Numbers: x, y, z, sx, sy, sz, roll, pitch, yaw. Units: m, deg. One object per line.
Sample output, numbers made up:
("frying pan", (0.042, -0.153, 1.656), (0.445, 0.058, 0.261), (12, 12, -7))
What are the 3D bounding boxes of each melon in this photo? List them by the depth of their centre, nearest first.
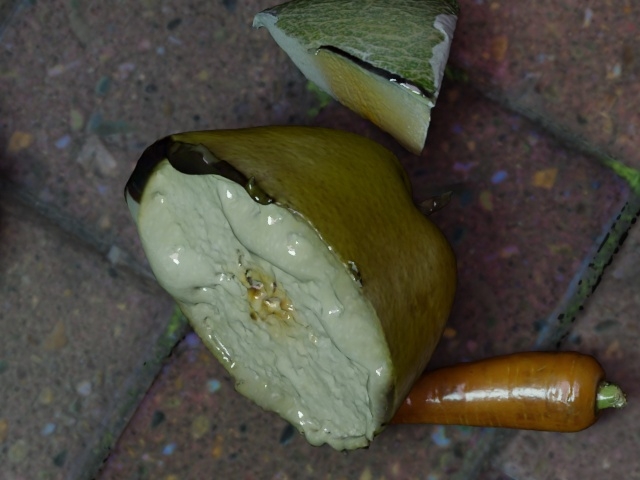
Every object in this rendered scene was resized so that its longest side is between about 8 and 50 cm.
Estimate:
("melon", (0.049, -0.144, 1.501), (0.139, 0.093, 0.202), (-37, 48, -25))

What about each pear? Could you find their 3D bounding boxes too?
("pear", (0.001, 0.002, 1.440), (0.267, 0.267, 0.178), (44, 56, 10))

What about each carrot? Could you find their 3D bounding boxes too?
("carrot", (0.099, 0.115, 1.472), (0.256, 0.061, 0.061), (-4, 82, 15))
